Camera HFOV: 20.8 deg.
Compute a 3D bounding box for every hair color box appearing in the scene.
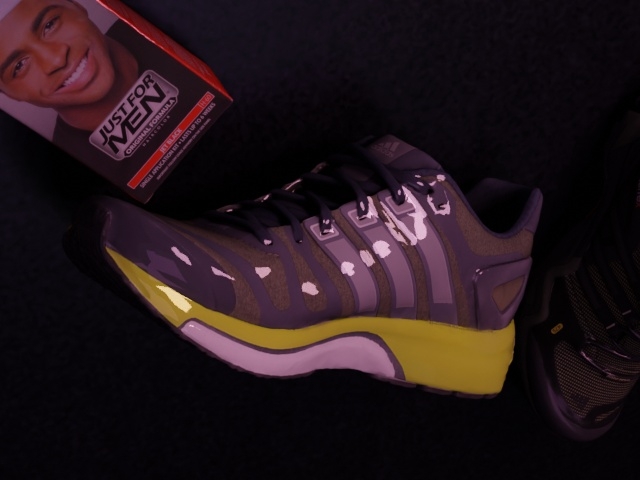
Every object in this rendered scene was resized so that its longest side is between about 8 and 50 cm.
[{"bbox_3d":[-0.118,-0.085,0.825,0.141,0.043,0.072,34,102,-34],"label":"hair color box"}]

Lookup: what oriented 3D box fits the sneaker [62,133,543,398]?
[{"bbox_3d":[0.000,0.000,0.886,0.300,0.111,0.121,9,103,-46],"label":"sneaker"}]

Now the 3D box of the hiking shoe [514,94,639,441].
[{"bbox_3d":[0.183,0.029,0.980,0.086,0.114,0.227,6,115,-26],"label":"hiking shoe"}]

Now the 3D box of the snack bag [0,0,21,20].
[{"bbox_3d":[-0.169,-0.255,0.676,0.342,0.037,0.323,-47,126,-11],"label":"snack bag"}]
